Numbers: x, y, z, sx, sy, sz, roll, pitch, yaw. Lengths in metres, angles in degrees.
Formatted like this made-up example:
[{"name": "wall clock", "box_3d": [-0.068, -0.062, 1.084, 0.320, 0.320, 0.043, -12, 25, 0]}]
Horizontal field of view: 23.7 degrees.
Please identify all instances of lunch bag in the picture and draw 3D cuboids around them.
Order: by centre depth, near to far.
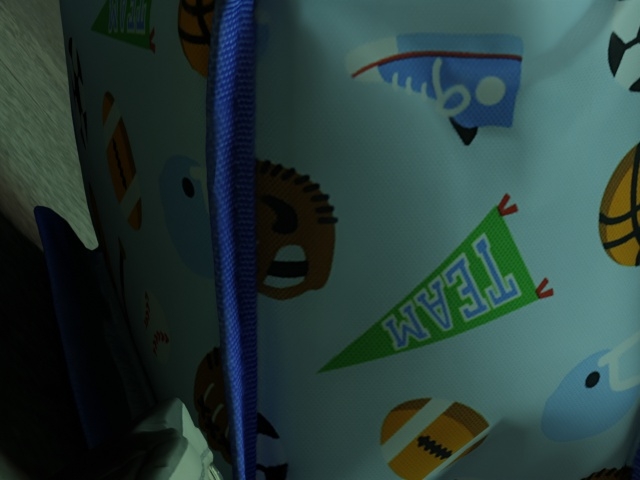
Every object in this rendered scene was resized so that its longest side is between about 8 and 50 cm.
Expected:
[{"name": "lunch bag", "box_3d": [0.000, 0.000, 0.677, 0.328, 0.239, 0.385, -122, -152, -56]}]

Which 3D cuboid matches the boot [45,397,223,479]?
[{"name": "boot", "box_3d": [-0.017, 0.136, 0.367, 0.178, 0.085, 0.236, 56, 1, -3]}]
